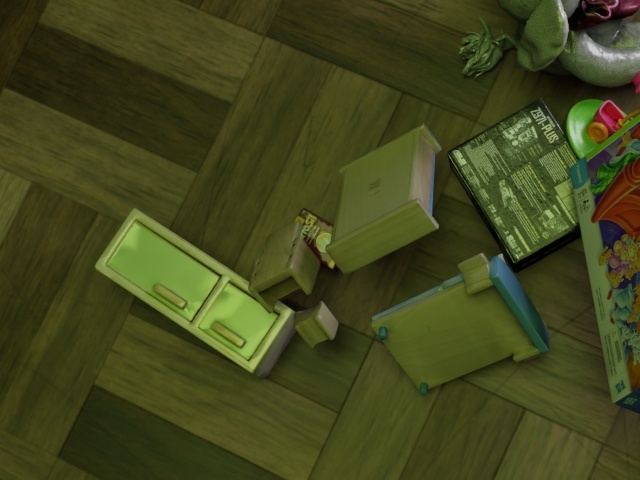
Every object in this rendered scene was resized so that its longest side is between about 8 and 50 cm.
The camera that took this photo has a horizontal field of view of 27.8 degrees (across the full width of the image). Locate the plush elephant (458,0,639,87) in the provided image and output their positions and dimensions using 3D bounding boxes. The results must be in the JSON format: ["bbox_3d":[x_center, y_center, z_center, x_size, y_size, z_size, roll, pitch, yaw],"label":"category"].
[{"bbox_3d":[0.323,-0.331,1.676,0.330,0.255,0.271,-22,76,5],"label":"plush elephant"}]

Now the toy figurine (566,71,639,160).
[{"bbox_3d":[0.429,-0.151,1.655,0.173,0.159,0.130,44,52,1],"label":"toy figurine"}]

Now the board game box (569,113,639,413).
[{"bbox_3d":[0.418,-0.001,1.489,0.233,0.078,0.347,-42,38,40],"label":"board game box"}]

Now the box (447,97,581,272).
[{"bbox_3d":[0.277,-0.073,1.724,0.147,0.077,0.180,-31,76,2],"label":"box"}]

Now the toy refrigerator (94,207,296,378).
[{"bbox_3d":[-0.166,0.072,1.764,0.269,0.094,0.102,33,85,14],"label":"toy refrigerator"}]

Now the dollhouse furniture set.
[{"bbox_3d":[0.116,0.056,1.713,0.286,0.198,0.303,-27,116,23],"label":"dollhouse furniture set"}]

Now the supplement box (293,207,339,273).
[{"bbox_3d":[0.000,0.000,1.775,0.083,0.043,0.055,31,86,15],"label":"supplement box"}]
